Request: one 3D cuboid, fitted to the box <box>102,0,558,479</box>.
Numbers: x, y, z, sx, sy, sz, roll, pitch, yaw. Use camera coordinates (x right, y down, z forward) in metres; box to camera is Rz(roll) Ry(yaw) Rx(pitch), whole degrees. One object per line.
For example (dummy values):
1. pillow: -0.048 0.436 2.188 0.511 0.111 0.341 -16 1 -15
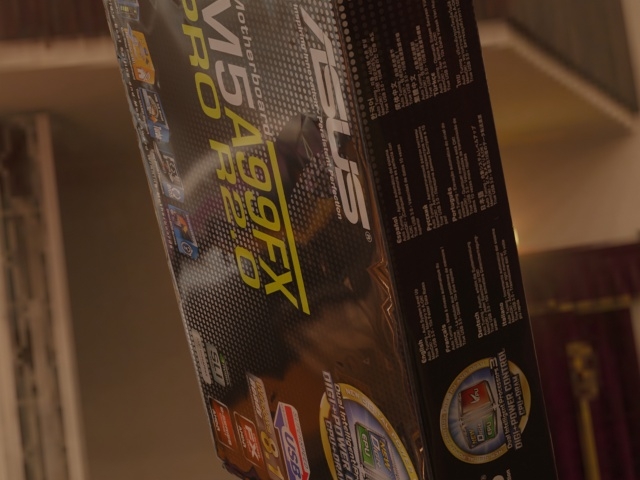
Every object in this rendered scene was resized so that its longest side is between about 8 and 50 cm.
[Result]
1. box: 0.000 0.000 0.772 0.060 0.270 0.216 -22 23 -24
